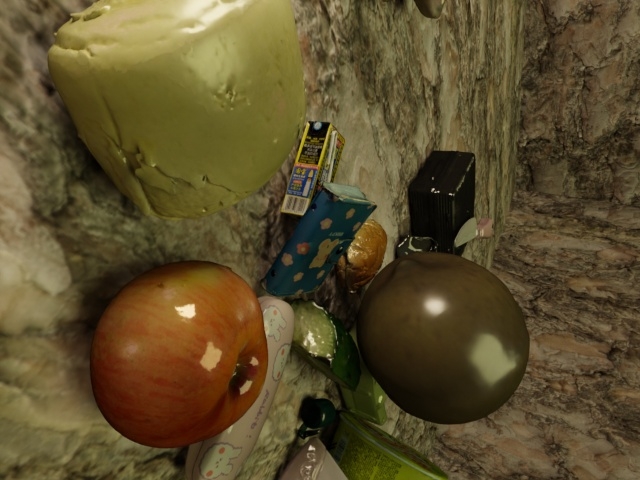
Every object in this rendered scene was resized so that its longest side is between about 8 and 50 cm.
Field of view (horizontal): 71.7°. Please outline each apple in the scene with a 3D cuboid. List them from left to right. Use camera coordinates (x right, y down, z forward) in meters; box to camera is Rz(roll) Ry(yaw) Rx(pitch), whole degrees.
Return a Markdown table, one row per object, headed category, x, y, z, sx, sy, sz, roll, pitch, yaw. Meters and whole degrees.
| category | x | y | z | sx | sy | sz | roll | pitch | yaw |
| --- | --- | --- | --- | --- | --- | --- | --- | --- | --- |
| apple | -0.148 | 0.123 | 0.495 | 0.209 | 0.164 | 0.209 | -39 | 136 | -52 |

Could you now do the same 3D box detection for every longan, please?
| category | x | y | z | sx | sy | sz | roll | pitch | yaw |
| --- | --- | --- | --- | --- | --- | --- | --- | --- | --- |
| longan | 0.232 | 0.180 | 0.898 | 0.361 | 0.361 | 0.360 | -33 | 129 | -52 |

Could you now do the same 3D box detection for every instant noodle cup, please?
| category | x | y | z | sx | sy | sz | roll | pitch | yaw |
| --- | --- | --- | --- | --- | --- | --- | --- | --- | --- |
| instant noodle cup | 0.128 | 0.597 | 1.087 | 0.221 | 0.312 | 0.311 | -59 | 148 | -11 |

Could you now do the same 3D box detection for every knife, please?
| category | x | y | z | sx | sy | sz | roll | pitch | yaw |
| --- | --- | --- | --- | --- | --- | --- | --- | --- | --- |
| knife | 0.480 | -0.032 | 1.374 | 0.336 | 0.043 | 0.081 | -11 | 104 | -56 |

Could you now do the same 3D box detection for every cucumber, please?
| category | x | y | z | sx | sy | sz | roll | pitch | yaw |
| --- | --- | --- | --- | --- | --- | --- | --- | --- | --- |
| cucumber | 0.026 | 0.222 | 0.891 | 0.105 | 0.145 | 0.325 | -57 | 151 | -19 |

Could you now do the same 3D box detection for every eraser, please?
| category | x | y | z | sx | sy | sz | roll | pitch | yaw |
| --- | --- | --- | --- | --- | --- | --- | --- | --- | --- |
| eraser | -0.035 | 0.563 | 0.895 | 0.243 | 0.204 | 0.059 | -36 | 177 | -27 |

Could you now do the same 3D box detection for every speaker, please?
| category | x | y | z | sx | sy | sz | roll | pitch | yaw |
| --- | --- | --- | --- | --- | --- | --- | --- | --- | --- |
| speaker | -0.010 | 0.393 | 0.965 | 0.075 | 0.060 | 0.094 | 28 | 77 | -60 |

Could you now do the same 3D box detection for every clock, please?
| category | x | y | z | sx | sy | sz | roll | pitch | yaw |
| --- | --- | --- | --- | --- | --- | --- | --- | --- | --- |
| clock | 0.174 | 0.285 | 1.188 | 0.348 | 0.118 | 0.286 | -54 | 145 | -35 |

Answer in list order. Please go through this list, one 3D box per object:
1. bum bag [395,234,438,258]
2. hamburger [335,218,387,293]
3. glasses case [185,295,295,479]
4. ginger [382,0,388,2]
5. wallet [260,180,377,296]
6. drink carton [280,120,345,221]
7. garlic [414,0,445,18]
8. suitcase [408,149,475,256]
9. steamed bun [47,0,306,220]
| category | x | y | z | sx | sy | sz | roll | pitch | yaw |
| --- | --- | --- | --- | --- | --- | --- | --- | --- | --- |
| bum bag | 0.299 | 0.114 | 1.352 | 0.142 | 0.079 | 0.326 | -23 | 127 | -16 |
| hamburger | 0.087 | 0.021 | 0.952 | 0.175 | 0.087 | 0.102 | -62 | 150 | -21 |
| glasses case | -0.118 | 0.230 | 0.686 | 0.113 | 0.075 | 0.296 | 43 | 65 | -60 |
| ginger | 0.113 | -0.545 | 0.721 | 0.221 | 0.130 | 0.275 | -34 | 126 | -39 |
| wallet | 0.001 | 0.000 | 0.730 | 0.141 | 0.059 | 0.202 | -2 | 129 | -57 |
| drink carton | -0.009 | -0.113 | 0.756 | 0.071 | 0.056 | 0.165 | 28 | 77 | -65 |
| garlic | 0.237 | -0.627 | 0.921 | 0.143 | 0.112 | 0.317 | 75 | 26 | -78 |
| suitcase | 0.392 | -0.089 | 1.383 | 0.229 | 0.152 | 0.334 | -55 | 145 | -35 |
| steamed bun | -0.101 | -0.153 | 0.458 | 0.273 | 0.166 | 0.231 | -52 | 142 | -37 |
